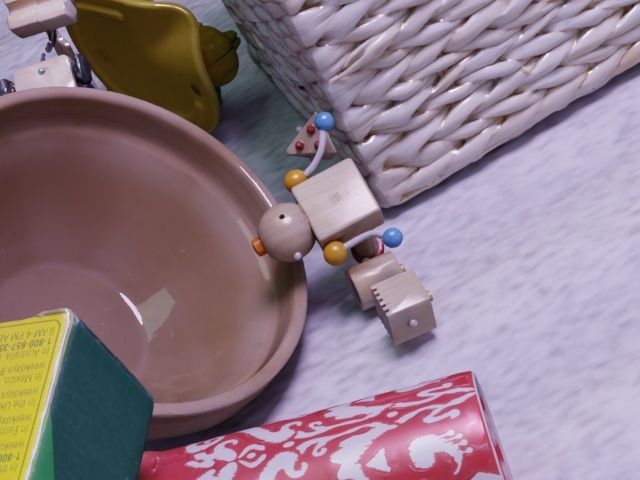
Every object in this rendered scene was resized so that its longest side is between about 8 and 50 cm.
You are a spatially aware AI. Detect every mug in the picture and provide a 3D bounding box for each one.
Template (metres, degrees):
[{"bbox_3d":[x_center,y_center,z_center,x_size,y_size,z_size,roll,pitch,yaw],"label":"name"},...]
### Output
[{"bbox_3d":[0.014,0.148,0.726,0.169,0.150,0.113,-19,-1,6],"label":"mug"}]

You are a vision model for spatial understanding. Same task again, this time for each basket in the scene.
[{"bbox_3d":[0.073,-0.254,1.026,0.331,0.266,0.328,-32,35,-4],"label":"basket"}]

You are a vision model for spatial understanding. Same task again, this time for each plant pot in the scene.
[{"bbox_3d":[-0.136,0.030,0.904,0.109,0.237,0.237,-55,14,42],"label":"plant pot"}]

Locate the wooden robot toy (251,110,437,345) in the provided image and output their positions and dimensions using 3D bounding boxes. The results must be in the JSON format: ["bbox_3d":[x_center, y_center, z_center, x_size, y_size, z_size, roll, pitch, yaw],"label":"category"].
[{"bbox_3d":[0.000,0.000,0.906,0.079,0.076,0.173,-25,61,-7],"label":"wooden robot toy"}]

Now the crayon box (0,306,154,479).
[{"bbox_3d":[-0.200,0.191,0.616,0.202,0.081,0.318,-9,49,24],"label":"crayon box"}]

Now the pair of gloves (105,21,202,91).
[{"bbox_3d":[-0.139,-0.152,1.266,0.083,0.010,0.074,-10,40,28],"label":"pair of gloves"}]

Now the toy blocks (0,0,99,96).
[{"bbox_3d":[-0.298,-0.134,1.172,0.309,0.260,0.288,-17,76,9],"label":"toy blocks"}]

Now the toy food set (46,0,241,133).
[{"bbox_3d":[-0.132,-0.160,1.169,0.071,0.128,0.218,-44,39,-22],"label":"toy food set"}]
